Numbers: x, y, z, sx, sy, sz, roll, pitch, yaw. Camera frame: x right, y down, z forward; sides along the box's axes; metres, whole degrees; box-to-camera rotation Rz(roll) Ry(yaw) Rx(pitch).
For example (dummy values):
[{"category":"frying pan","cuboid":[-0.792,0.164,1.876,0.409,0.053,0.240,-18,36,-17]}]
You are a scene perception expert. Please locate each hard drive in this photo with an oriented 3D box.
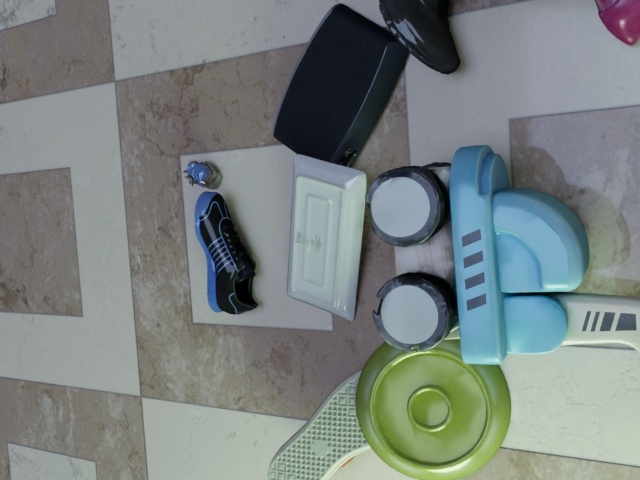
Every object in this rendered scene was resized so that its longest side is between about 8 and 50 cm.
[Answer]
[{"category":"hard drive","cuboid":[0.022,-0.243,1.238,0.172,0.054,0.254,38,114,24]}]

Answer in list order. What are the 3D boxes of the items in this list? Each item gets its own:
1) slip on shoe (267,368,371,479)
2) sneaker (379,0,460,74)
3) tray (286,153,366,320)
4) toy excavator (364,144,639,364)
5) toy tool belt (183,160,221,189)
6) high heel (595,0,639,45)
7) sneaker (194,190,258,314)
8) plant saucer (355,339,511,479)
[{"category":"slip on shoe","cuboid":[0.050,0.308,1.257,0.331,0.101,0.123,-44,78,15]},{"category":"sneaker","cuboid":[0.145,-0.383,1.116,0.130,0.109,0.286,-29,81,26]},{"category":"tray","cuboid":[0.000,0.000,1.263,0.145,0.030,0.270,19,117,31]},{"category":"toy excavator","cuboid":[0.314,0.079,1.006,0.445,0.222,0.432,-4,94,25]},{"category":"toy tool belt","cuboid":[-0.232,-0.127,1.421,0.083,0.051,0.052,34,112,27]},{"category":"high heel","cuboid":[0.458,-0.359,0.941,0.244,0.082,0.117,-36,107,17]},{"category":"sneaker","cuboid":[-0.166,0.022,1.382,0.090,0.081,0.232,-3,101,31]},{"category":"plant saucer","cuboid":[0.169,0.255,1.156,0.241,0.037,0.240,0,90,13]}]
